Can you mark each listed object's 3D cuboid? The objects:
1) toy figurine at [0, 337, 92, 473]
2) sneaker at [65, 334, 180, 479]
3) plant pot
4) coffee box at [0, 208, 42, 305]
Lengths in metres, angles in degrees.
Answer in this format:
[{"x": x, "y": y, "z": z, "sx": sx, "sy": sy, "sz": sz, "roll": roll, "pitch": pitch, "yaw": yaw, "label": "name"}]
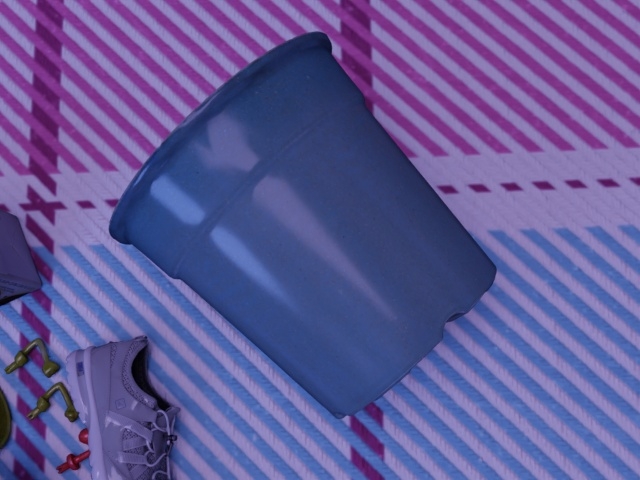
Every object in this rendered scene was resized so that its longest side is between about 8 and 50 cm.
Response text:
[{"x": -0.379, "y": 0.294, "z": 0.962, "sx": 0.191, "sy": 0.217, "sz": 0.362, "roll": -28, "pitch": 79, "yaw": 0, "label": "toy figurine"}, {"x": -0.225, "y": 0.249, "z": 1.010, "sx": 0.115, "sy": 0.105, "sz": 0.281, "roll": -24, "pitch": 78, "yaw": 1, "label": "sneaker"}, {"x": 0.000, "y": 0.000, "z": 0.938, "sx": 0.341, "sy": 0.341, "sz": 0.334, "roll": -44, "pitch": 87, "yaw": -3, "label": "plant pot"}, {"x": -0.546, "y": 0.061, "z": 1.047, "sx": 0.297, "sy": 0.168, "sz": 0.118, "roll": -24, "pitch": 78, "yaw": 2, "label": "coffee box"}]
